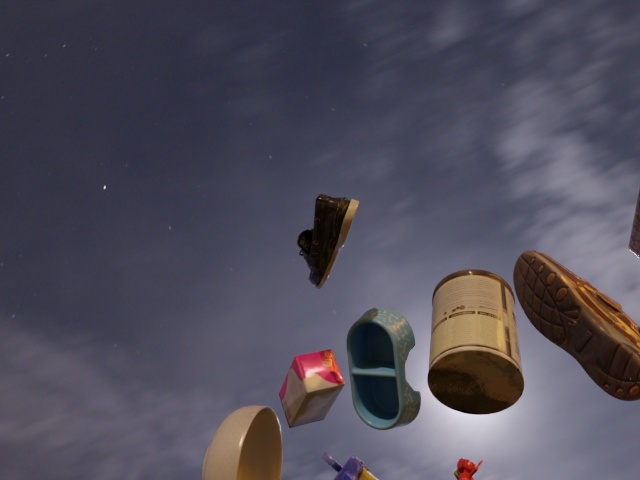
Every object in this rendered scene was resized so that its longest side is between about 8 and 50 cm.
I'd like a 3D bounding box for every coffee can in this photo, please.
[{"bbox_3d":[0.354,0.227,1.278,0.201,0.275,0.202,7,-55,10],"label":"coffee can"}]

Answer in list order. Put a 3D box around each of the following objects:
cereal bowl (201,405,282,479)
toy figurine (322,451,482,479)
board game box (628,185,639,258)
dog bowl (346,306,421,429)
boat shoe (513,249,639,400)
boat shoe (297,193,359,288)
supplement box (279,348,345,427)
[{"bbox_3d":[-0.220,0.613,1.484,0.141,0.339,0.339,-1,-61,15],"label":"cereal bowl"},{"bbox_3d":[0.109,0.390,0.891,0.191,0.217,0.362,-58,-20,-15],"label":"toy figurine"},{"bbox_3d":[0.664,-0.081,0.874,0.291,0.141,0.232,-39,-35,0],"label":"board game box"},{"bbox_3d":[0.145,0.315,1.333,0.074,0.166,0.297,-8,-88,-55],"label":"dog bowl"},{"bbox_3d":[0.486,0.144,1.016,0.116,0.324,0.123,-8,-41,-31],"label":"boat shoe"},{"bbox_3d":[-0.001,0.003,1.372,0.113,0.127,0.340,22,-31,1],"label":"boat shoe"},{"bbox_3d":[-0.028,0.405,1.507,0.114,0.111,0.220,-7,-38,-23],"label":"supplement box"}]
